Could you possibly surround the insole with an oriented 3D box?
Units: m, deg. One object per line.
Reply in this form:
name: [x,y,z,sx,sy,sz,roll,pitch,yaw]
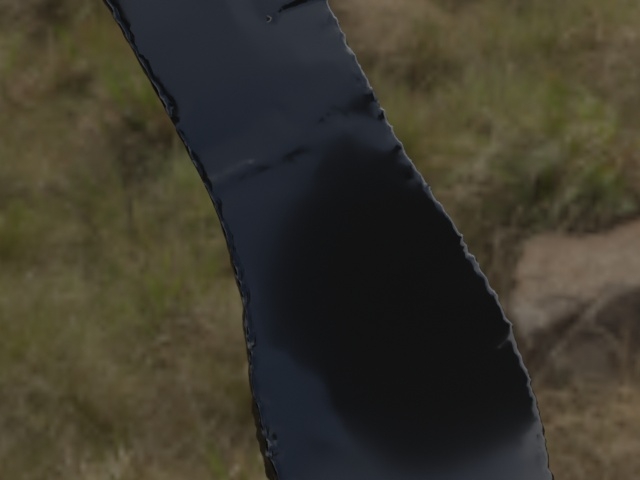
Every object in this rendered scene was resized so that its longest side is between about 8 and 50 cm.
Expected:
insole: [0.000,0.000,0.658,0.119,0.348,0.009,-25,0,-32]
